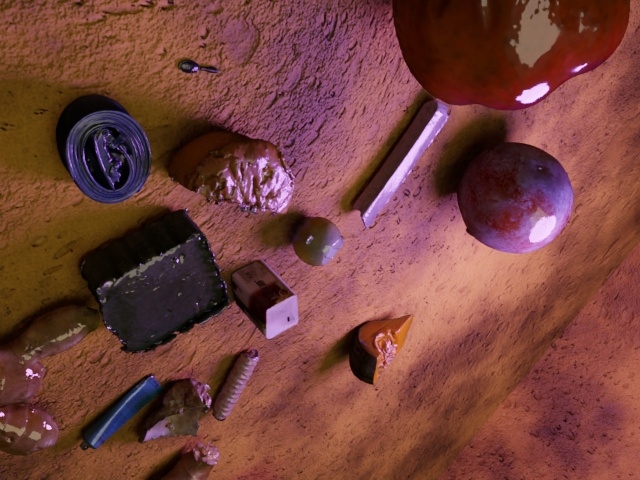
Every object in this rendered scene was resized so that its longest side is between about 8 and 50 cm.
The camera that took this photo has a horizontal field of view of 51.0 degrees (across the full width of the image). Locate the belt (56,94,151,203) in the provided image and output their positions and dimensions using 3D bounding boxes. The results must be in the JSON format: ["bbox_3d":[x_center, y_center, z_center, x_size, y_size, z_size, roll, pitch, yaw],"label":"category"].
[{"bbox_3d":[-0.371,-0.150,1.158,0.142,0.082,0.190,-23,135,-21],"label":"belt"}]

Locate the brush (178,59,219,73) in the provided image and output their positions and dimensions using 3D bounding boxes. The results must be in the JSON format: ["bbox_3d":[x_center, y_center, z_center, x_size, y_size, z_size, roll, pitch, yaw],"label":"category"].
[{"bbox_3d":[-0.220,-0.313,1.220,0.083,0.008,0.024,-3,121,-42],"label":"brush"}]

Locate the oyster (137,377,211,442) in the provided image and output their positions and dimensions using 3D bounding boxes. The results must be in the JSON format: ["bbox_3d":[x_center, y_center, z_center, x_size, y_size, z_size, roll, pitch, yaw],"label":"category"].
[{"bbox_3d":[-0.357,0.426,1.678,0.162,0.107,0.232,2,139,-51],"label":"oyster"}]

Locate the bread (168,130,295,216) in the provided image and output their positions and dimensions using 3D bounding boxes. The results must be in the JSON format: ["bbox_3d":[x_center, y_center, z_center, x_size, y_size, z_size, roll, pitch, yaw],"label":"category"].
[{"bbox_3d":[-0.157,-0.142,1.320,0.261,0.160,0.147,10,107,-44],"label":"bread"}]

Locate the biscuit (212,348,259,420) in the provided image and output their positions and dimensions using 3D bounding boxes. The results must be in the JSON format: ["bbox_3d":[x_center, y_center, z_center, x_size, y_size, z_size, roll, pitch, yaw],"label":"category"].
[{"bbox_3d":[-0.228,0.383,1.783,0.219,0.055,0.061,-61,176,18],"label":"biscuit"}]

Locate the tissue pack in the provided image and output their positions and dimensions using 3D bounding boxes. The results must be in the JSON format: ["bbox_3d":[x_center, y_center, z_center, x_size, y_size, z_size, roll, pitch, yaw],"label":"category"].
[{"bbox_3d":[-0.132,0.138,1.583,0.099,0.149,0.106,-27,138,-26],"label":"tissue pack"}]

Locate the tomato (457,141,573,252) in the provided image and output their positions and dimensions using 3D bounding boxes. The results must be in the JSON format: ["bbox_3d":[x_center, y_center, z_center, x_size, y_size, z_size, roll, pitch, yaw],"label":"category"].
[{"bbox_3d":[0.542,-0.116,1.877,0.317,0.316,0.282,-21,161,-30],"label":"tomato"}]

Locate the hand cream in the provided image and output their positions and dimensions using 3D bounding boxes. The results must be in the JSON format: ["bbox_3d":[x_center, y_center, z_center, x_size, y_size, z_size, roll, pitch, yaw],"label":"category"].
[{"bbox_3d":[-0.474,0.411,1.588,0.224,0.048,0.083,-41,143,-19],"label":"hand cream"}]

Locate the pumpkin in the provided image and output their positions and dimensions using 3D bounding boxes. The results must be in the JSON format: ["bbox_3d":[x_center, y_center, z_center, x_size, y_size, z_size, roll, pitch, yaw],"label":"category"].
[{"bbox_3d":[0.175,0.314,2.069,0.248,0.126,0.130,-37,137,-44],"label":"pumpkin"}]

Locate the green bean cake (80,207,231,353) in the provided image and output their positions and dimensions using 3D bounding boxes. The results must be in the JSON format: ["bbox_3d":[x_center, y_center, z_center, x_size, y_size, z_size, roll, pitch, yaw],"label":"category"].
[{"bbox_3d":[-0.333,0.090,1.366,0.255,0.132,0.241,-32,139,-17],"label":"green bean cake"}]

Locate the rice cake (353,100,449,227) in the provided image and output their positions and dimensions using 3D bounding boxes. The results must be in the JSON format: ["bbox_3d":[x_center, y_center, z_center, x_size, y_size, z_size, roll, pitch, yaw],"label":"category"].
[{"bbox_3d":[0.198,-0.195,1.685,0.364,0.056,0.073,-55,147,9],"label":"rice cake"}]

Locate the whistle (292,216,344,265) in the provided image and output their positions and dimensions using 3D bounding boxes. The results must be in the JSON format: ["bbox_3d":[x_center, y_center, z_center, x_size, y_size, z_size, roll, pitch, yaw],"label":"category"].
[{"bbox_3d":[0.000,0.000,1.649,0.122,0.123,0.223,-55,163,9],"label":"whistle"}]

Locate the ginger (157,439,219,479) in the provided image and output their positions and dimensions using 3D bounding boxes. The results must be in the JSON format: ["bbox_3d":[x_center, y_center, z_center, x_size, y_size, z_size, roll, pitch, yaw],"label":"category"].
[{"bbox_3d":[-0.401,0.735,1.840,0.376,0.166,0.236,-33,131,-9],"label":"ginger"}]

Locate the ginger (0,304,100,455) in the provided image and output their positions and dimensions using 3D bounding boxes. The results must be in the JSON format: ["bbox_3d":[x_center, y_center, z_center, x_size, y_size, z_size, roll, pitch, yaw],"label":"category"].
[{"bbox_3d":[-0.632,0.275,1.272,0.348,0.122,0.363,8,122,-45],"label":"ginger"}]

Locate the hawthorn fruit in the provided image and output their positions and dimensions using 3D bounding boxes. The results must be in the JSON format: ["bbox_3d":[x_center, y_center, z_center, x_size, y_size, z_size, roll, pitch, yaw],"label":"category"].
[{"bbox_3d":[0.340,-0.489,1.296,0.472,0.472,0.471,-25,137,-26],"label":"hawthorn fruit"}]
